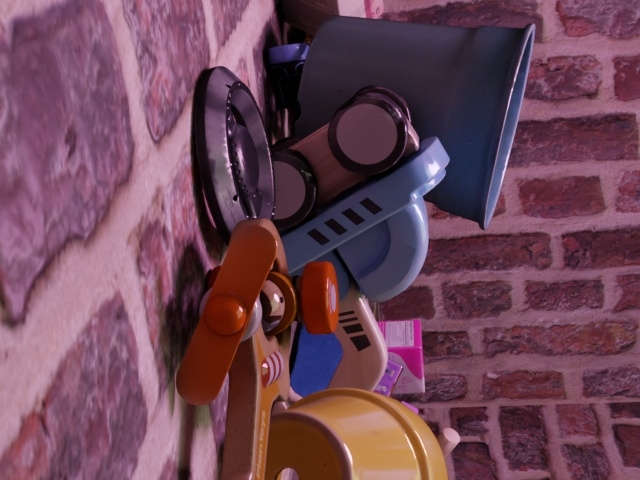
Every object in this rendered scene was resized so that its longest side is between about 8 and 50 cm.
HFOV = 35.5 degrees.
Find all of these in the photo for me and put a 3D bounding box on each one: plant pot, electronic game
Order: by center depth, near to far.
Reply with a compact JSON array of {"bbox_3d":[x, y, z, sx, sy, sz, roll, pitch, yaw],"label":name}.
[{"bbox_3d":[-0.103,-0.095,1.203,0.229,0.048,0.229,-9,90,-77],"label":"electronic game"},{"bbox_3d":[0.005,0.302,1.239,0.239,0.254,0.254,32,54,-62],"label":"plant pot"},{"bbox_3d":[0.151,-0.217,1.652,0.341,0.334,0.341,13,90,-78],"label":"plant pot"}]

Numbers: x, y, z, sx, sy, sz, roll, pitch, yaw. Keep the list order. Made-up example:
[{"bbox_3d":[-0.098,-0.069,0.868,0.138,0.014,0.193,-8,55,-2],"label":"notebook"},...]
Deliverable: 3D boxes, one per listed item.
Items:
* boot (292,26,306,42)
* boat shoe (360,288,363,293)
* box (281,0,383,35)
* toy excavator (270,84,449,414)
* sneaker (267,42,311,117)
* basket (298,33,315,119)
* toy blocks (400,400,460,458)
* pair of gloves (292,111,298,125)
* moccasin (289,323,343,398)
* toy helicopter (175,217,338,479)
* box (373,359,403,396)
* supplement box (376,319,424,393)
[{"bbox_3d":[-0.021,-0.446,2.015,0.197,0.073,0.152,81,17,-52],"label":"boot"},{"bbox_3d":[0.048,0.095,2.257,0.089,0.109,0.258,-174,-79,-72],"label":"boat shoe"},{"bbox_3d":[0.011,-0.480,1.748,0.127,0.148,0.232,-46,150,-24],"label":"box"},{"bbox_3d":[0.039,0.057,1.449,0.445,0.433,0.222,58,11,-6],"label":"toy excavator"},{"bbox_3d":[-0.038,-0.268,1.689,0.232,0.081,0.090,23,60,-83],"label":"sneaker"},{"bbox_3d":[0.021,-0.302,1.980,0.213,0.223,0.299,62,-1,13],"label":"basket"},{"bbox_3d":[0.091,0.492,2.099,0.260,0.309,0.288,-59,180,33],"label":"toy blocks"},{"bbox_3d":[-0.043,-0.233,1.925,0.083,0.010,0.074,-80,166,-59],"label":"pair of gloves"},{"bbox_3d":[0.004,0.230,1.753,0.342,0.137,0.117,-53,146,-58],"label":"moccasin"},{"bbox_3d":[-0.072,0.139,1.025,0.235,0.140,0.355,70,21,-62],"label":"toy helicopter"},{"bbox_3d":[0.065,0.352,1.828,0.293,0.057,0.201,-64,171,-4],"label":"box"},{"bbox_3d":[0.097,0.237,2.011,0.114,0.220,0.111,-79,165,-63],"label":"supplement box"}]
